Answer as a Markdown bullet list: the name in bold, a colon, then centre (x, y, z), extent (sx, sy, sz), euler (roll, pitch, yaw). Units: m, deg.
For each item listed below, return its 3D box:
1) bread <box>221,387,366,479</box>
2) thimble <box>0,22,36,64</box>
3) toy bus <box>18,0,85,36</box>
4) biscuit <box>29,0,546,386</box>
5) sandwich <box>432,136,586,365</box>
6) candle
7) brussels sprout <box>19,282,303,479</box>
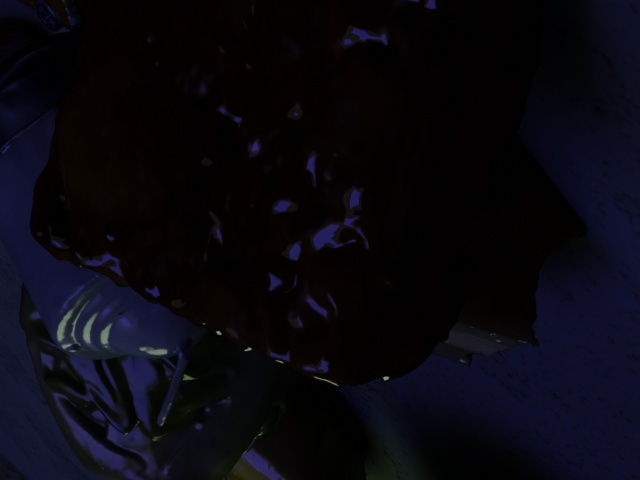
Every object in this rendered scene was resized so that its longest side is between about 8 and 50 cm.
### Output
- **bread**: centre (-0.015, 0.276, 2.170), extent (0.156, 0.158, 0.261), euler (26, 150, 23)
- **thimble**: centre (-0.381, -0.162, 2.090), extent (0.189, 0.163, 0.125), euler (-2, 127, 46)
- **toy bus**: centre (-0.278, -0.289, 1.766), extent (0.201, 0.098, 0.114), euler (31, 150, 35)
- **biscuit**: centre (-0.027, -0.100, 1.316), extent (0.395, 0.166, 0.343), euler (25, 106, 47)
- **sandwich**: centre (0.103, -0.031, 1.481), extent (0.198, 0.227, 0.155), euler (17, 165, -20)
- **candle**: centre (-0.196, -0.019, 1.748), extent (0.342, 0.221, 0.221), euler (57, 163, 23)
- **brussels sprout**: centre (-0.176, 0.097, 1.953), extent (0.328, 0.247, 0.328), euler (5, 99, 29)
